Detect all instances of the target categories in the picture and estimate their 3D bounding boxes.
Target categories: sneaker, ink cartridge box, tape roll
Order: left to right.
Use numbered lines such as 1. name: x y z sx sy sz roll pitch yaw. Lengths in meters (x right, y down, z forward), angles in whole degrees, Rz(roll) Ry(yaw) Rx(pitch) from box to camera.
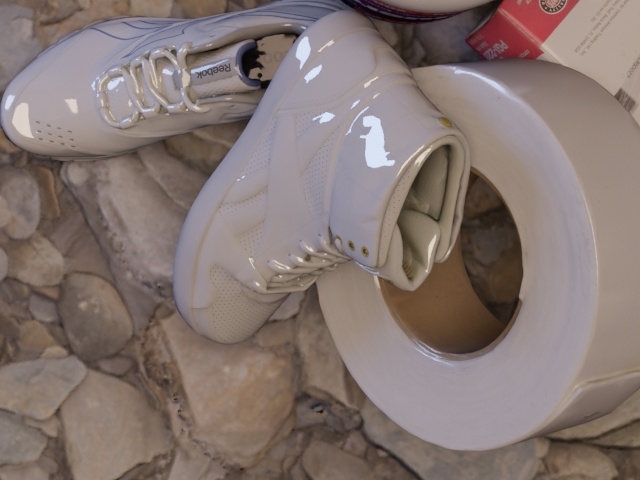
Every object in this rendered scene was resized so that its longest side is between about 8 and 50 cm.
1. sneaker: -0.104 -0.130 1.482 0.297 0.129 0.111 -15 96 1
2. sneaker: 0.000 0.000 1.403 0.169 0.108 0.292 51 128 33
3. tape roll: 0.124 0.010 1.425 0.100 0.286 0.286 -9 96 -44
4. ink cartridge box: 0.246 -0.145 1.489 0.218 0.092 0.158 42 72 -2

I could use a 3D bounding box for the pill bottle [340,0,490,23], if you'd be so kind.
1. pill bottle: 0.071 -0.246 1.380 0.182 0.323 0.181 0 94 -1
